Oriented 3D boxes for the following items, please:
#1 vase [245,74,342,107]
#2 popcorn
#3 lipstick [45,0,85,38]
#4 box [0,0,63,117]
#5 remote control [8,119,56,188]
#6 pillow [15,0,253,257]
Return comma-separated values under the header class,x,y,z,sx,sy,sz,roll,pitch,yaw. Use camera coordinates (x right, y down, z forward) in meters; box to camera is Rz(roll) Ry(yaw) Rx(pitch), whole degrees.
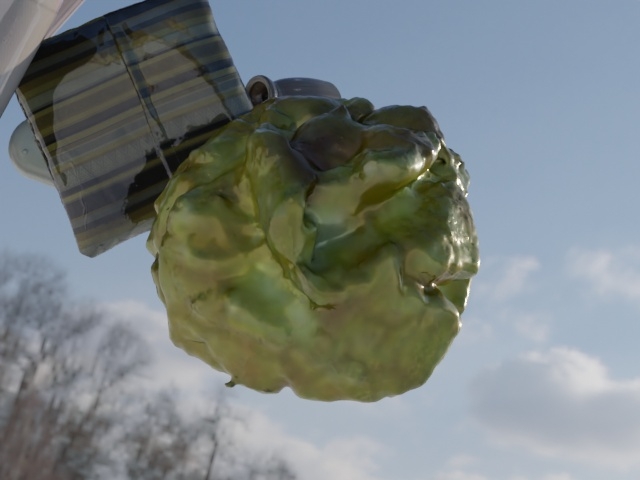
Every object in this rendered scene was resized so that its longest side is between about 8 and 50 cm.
class,x,y,z,sx,sy,sz,roll,pitch,yaw
vase,-0.029,-0.142,1.389,0.053,0.053,0.100,-3,-4,45
popcorn,-0.007,0.007,1.115,0.282,0.247,0.282,2,8,0
lipstick,-0.326,-0.338,1.754,0.070,0.070,0.254,22,-24,-24
box,-0.389,-0.185,1.129,0.288,0.349,0.141,28,4,-16
remote control,-0.260,-0.085,1.590,0.221,0.078,0.042,21,-19,1
pillow,-0.168,-0.117,1.280,0.208,0.212,0.052,-23,3,-5
